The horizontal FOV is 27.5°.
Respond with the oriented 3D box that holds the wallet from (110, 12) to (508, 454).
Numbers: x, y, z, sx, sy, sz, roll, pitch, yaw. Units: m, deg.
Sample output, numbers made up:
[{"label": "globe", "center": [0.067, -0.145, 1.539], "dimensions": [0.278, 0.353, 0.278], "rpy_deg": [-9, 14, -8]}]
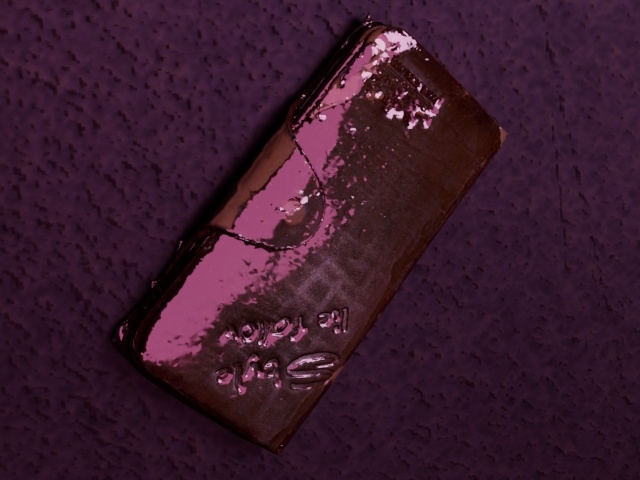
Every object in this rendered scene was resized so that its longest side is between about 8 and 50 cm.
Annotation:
[{"label": "wallet", "center": [0.000, 0.000, 0.715], "dimensions": [0.122, 0.031, 0.232], "rpy_deg": [38, 88, -29]}]
